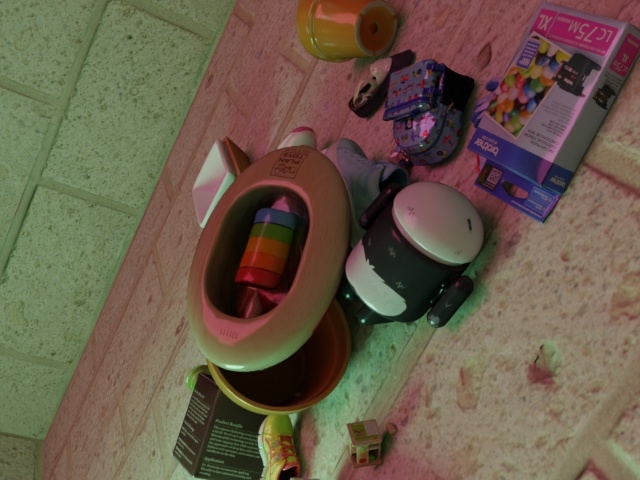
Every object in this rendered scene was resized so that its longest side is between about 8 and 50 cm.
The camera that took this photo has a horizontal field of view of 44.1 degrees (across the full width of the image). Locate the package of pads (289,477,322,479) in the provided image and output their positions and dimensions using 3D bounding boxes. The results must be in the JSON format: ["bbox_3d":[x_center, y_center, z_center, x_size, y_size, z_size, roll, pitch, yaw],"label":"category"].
[{"bbox_3d":[0.007,0.550,1.336,0.296,0.101,0.229,9,80,64],"label":"package of pads"}]

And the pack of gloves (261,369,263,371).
[{"bbox_3d":[-0.115,0.237,1.875,0.195,0.046,0.232,1,73,63],"label":"pack of gloves"}]

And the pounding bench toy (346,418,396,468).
[{"bbox_3d":[0.091,0.354,1.375,0.052,0.083,0.065,-110,14,-57],"label":"pounding bench toy"}]

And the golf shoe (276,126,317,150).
[{"bbox_3d":[-0.070,-0.134,1.999,0.140,0.115,0.306,53,128,50],"label":"golf shoe"}]

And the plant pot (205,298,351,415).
[{"bbox_3d":[-0.103,0.228,1.618,0.203,0.290,0.291,122,157,-61],"label":"plant pot"}]

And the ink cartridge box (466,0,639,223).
[{"bbox_3d":[0.344,-0.201,1.220,0.186,0.065,0.311,42,113,52],"label":"ink cartridge box"}]

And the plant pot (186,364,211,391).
[{"bbox_3d":[-0.308,0.389,2.125,0.079,0.083,0.083,34,103,52],"label":"plant pot"}]

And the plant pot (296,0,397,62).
[{"bbox_3d":[0.077,-0.518,1.883,0.188,0.205,0.205,30,100,49],"label":"plant pot"}]

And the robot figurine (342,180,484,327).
[{"bbox_3d":[0.155,0.027,1.343,0.278,0.209,0.174,-54,4,33],"label":"robot figurine"}]

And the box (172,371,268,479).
[{"bbox_3d":[-0.207,0.427,1.774,0.167,0.168,0.203,5,76,64],"label":"box"}]

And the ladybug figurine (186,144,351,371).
[{"bbox_3d":[-0.078,0.035,1.467,0.305,0.162,0.450,11,72,30],"label":"ladybug figurine"}]

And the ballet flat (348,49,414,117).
[{"bbox_3d":[0.129,-0.358,1.784,0.203,0.074,0.074,-48,33,38],"label":"ballet flat"}]

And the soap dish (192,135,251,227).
[{"bbox_3d":[-0.295,-0.162,2.437,0.229,0.118,0.291,-61,27,20],"label":"soap dish"}]

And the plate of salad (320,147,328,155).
[{"bbox_3d":[0.012,-0.119,1.875,0.200,0.048,0.200,-23,63,55],"label":"plate of salad"}]

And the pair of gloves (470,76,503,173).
[{"bbox_3d":[0.316,-0.214,1.361,0.159,0.023,0.198,-42,38,45],"label":"pair of gloves"}]

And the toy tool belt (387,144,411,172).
[{"bbox_3d":[0.177,-0.177,1.593,0.051,0.052,0.083,44,113,35],"label":"toy tool belt"}]

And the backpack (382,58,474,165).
[{"bbox_3d":[0.196,-0.235,1.499,0.158,0.116,0.173,-3,73,54],"label":"backpack"}]

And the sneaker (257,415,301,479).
[{"bbox_3d":[-0.073,0.447,1.614,0.094,0.081,0.209,-29,53,45],"label":"sneaker"}]

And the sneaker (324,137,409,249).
[{"bbox_3d":[0.115,-0.110,1.596,0.150,0.135,0.366,-39,40,21],"label":"sneaker"}]
